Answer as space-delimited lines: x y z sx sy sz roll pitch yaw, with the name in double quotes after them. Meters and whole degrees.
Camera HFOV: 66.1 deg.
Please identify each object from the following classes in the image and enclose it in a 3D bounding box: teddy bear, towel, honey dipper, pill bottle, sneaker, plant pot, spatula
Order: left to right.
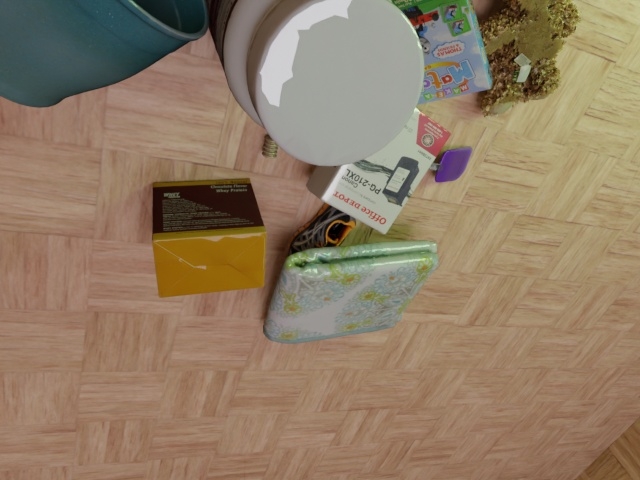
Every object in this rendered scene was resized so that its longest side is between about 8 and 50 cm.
-0.331 -0.311 0.632 0.255 0.271 0.271 -28 132 22 "plant pot"
-0.081 -0.233 0.919 0.030 0.030 0.160 4 121 -22 "honey dipper"
-0.028 -0.275 0.664 0.224 0.392 0.224 -10 129 -12 "pill bottle"
0.000 0.000 1.090 0.084 0.083 0.215 21 118 -33 "sneaker"
0.065 0.121 1.160 0.374 0.090 0.320 -5 143 -20 "towel"
0.201 -0.166 1.065 0.296 0.030 0.084 -1 125 -19 "spatula"
0.376 -0.387 0.923 0.245 0.113 0.338 -28 138 14 "teddy bear"

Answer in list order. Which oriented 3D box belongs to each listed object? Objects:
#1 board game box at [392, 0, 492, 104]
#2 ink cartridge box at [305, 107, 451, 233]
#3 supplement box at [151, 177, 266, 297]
0.199 -0.346 0.868 0.160 0.039 0.211 -5 139 32 "board game box"
0.109 -0.155 0.959 0.172 0.100 0.237 26 102 -27 "ink cartridge box"
-0.214 -0.012 0.931 0.191 0.194 0.129 -5 127 -16 "supplement box"
